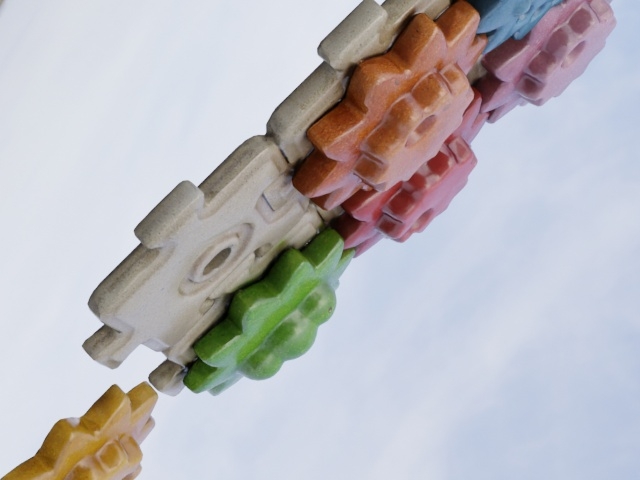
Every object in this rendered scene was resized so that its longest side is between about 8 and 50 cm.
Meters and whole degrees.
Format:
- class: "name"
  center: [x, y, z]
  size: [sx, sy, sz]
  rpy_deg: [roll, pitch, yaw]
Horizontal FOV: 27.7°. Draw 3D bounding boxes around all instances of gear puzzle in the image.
- class: "gear puzzle"
  center: [0.000, 0.000, 0.471]
  size: [0.339, 0.044, 0.175]
  rpy_deg: [-45, 164, -4]
